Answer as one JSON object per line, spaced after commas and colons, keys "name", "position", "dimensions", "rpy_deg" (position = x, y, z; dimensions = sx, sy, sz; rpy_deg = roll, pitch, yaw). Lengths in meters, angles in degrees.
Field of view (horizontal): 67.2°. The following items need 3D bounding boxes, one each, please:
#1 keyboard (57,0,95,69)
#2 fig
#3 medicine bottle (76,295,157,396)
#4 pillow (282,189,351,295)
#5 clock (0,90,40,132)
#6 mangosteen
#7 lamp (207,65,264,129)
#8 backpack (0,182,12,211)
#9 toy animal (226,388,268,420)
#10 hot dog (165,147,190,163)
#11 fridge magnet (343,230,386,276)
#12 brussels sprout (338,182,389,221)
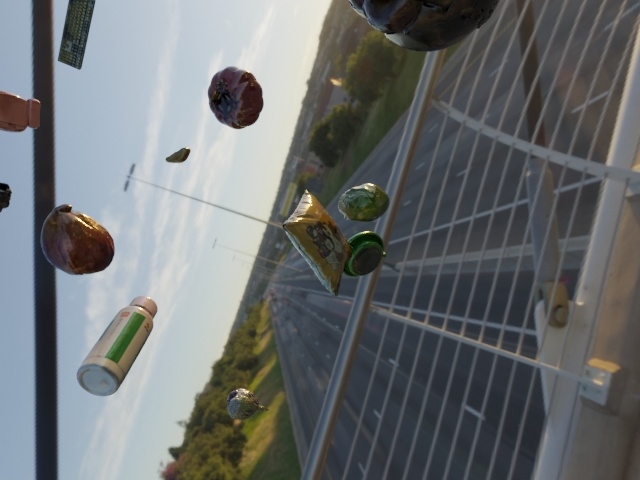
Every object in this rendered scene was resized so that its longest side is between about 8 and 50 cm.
{"name": "keyboard", "position": [-0.587, -0.502, 1.156], "dimensions": [0.176, 0.055, 0.014], "rpy_deg": [-59, 21, 29]}
{"name": "fig", "position": [-0.857, 0.009, 1.697], "dimensions": [0.224, 0.263, 0.224], "rpy_deg": [-43, 13, 13]}
{"name": "medicine bottle", "position": [-0.450, 0.228, 1.098], "dimensions": [0.260, 0.095, 0.095], "rpy_deg": [-80, 10, -60]}
{"name": "pillow", "position": [0.000, 0.000, 1.674], "dimensions": [0.119, 0.310, 0.312], "rpy_deg": [-32, 14, 24]}
{"name": "clock", "position": [-0.798, -0.313, 1.173], "dimensions": [0.166, 0.162, 0.093], "rpy_deg": [-1, -84, -66]}
{"name": "mangosteen", "position": [0.253, -0.659, 1.148], "dimensions": [0.421, 0.380, 0.381], "rpy_deg": [-11, -55, -60]}
{"name": "lamp", "position": [-0.246, -0.422, 1.425], "dimensions": [0.140, 0.182, 0.182], "rpy_deg": [-35, -28, -53]}
{"name": "backpack", "position": [-1.073, -0.142, 1.515], "dimensions": [0.120, 0.165, 0.106], "rpy_deg": [18, 102, 51]}
{"name": "toy animal", "position": [-0.243, 0.534, 1.586], "dimensions": [0.098, 0.137, 0.098], "rpy_deg": [-13, 74, 55]}
{"name": "hot dog", "position": [-0.427, -0.250, 1.452], "dimensions": [0.090, 0.034, 0.030], "rpy_deg": [-22, 0, 26]}
{"name": "fridge magnet", "position": [0.168, 0.060, 1.923], "dimensions": [0.088, 0.207, 0.208], "rpy_deg": [49, 126, 47]}
{"name": "brussels sprout", "position": [0.162, -0.134, 1.757], "dimensions": [0.161, 0.180, 0.144], "rpy_deg": [-39, -56, -32]}
